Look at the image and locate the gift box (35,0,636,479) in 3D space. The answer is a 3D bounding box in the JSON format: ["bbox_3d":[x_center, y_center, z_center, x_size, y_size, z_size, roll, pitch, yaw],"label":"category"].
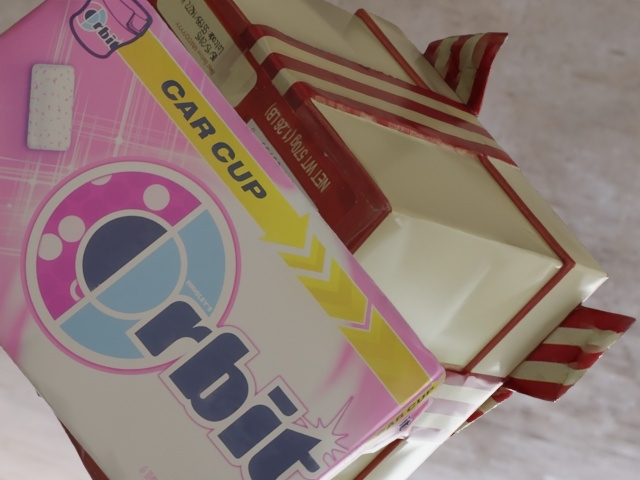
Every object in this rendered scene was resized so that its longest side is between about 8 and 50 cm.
[{"bbox_3d":[0.000,0.000,0.933,0.258,0.276,0.255,16,-144,-55],"label":"gift box"}]

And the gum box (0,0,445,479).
[{"bbox_3d":[-0.055,0.014,0.565,0.188,0.107,0.062,51,172,0],"label":"gum box"}]
